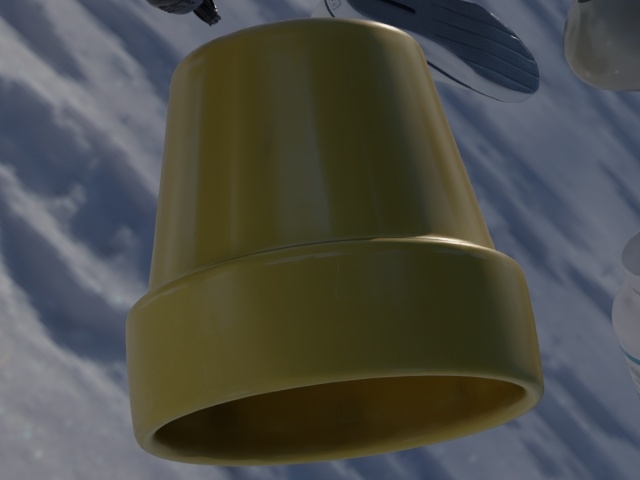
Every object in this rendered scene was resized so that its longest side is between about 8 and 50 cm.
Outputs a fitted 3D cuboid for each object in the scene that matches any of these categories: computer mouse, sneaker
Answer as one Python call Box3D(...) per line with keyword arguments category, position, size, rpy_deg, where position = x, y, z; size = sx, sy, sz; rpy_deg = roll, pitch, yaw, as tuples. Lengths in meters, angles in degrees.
Box3D(category="computer mouse", position=(-0.125, -0.216, 1.688), size=(0.071, 0.041, 0.242), rpy_deg=(62, 5, 5))
Box3D(category="sneaker", position=(0.105, -0.202, 2.046), size=(0.258, 0.091, 0.094), rpy_deg=(23, 55, -23))

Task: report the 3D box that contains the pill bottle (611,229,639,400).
Box3D(category="pill bottle", position=(0.364, 0.107, 1.882), size=(0.146, 0.146, 0.264), rpy_deg=(-99, 167, -57))

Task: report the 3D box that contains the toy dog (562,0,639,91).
Box3D(category="toy dog", position=(0.332, -0.181, 1.267), size=(0.334, 0.161, 0.220), rpy_deg=(-8, 11, -28))

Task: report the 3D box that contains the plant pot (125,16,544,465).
Box3D(category="plant pot", position=(0.000, 0.000, 1.238), size=(0.254, 0.254, 0.239), rpy_deg=(15, 63, -51))
